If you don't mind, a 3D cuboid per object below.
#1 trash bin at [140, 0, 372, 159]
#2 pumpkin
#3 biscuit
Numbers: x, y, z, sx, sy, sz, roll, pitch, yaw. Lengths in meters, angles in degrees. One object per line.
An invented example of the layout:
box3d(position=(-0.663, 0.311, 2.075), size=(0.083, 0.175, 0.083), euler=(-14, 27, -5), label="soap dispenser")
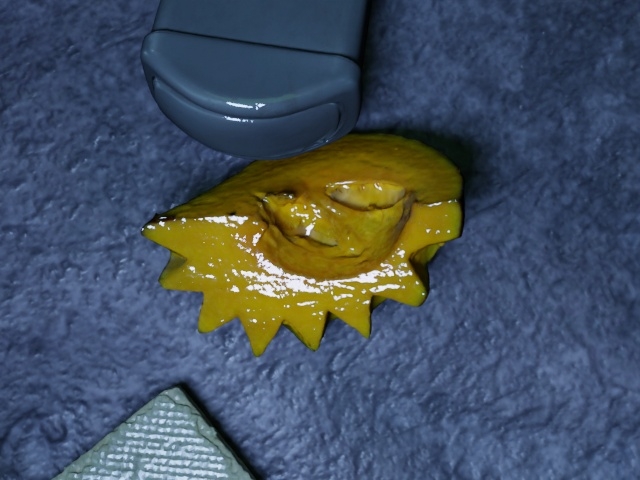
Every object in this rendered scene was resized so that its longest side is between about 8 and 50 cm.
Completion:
box3d(position=(-0.044, -0.185, 1.156), size=(0.177, 0.101, 0.236), euler=(8, 68, 6), label="trash bin")
box3d(position=(0.000, 0.000, 1.159), size=(0.254, 0.149, 0.130), euler=(-6, 117, 11), label="pumpkin")
box3d(position=(-0.158, 0.221, 1.148), size=(0.199, 0.040, 0.121), euler=(-39, 80, -3), label="biscuit")
